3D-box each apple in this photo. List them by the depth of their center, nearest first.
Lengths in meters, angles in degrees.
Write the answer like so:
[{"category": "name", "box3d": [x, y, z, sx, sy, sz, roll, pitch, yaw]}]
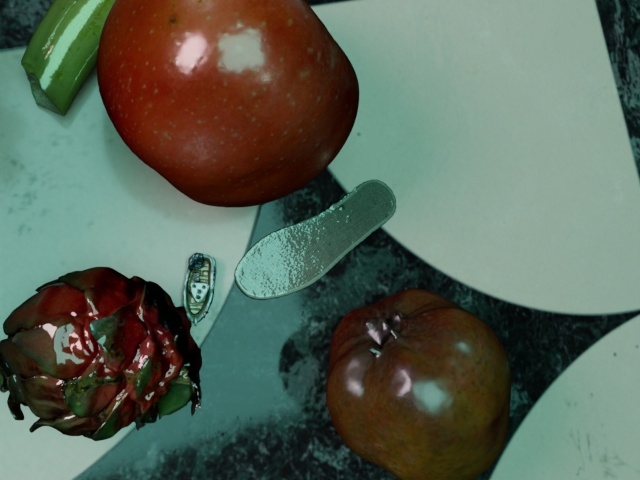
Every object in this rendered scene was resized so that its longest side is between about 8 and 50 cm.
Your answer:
[{"category": "apple", "box3d": [-0.095, -0.163, 0.668, 0.217, 0.260, 0.260, -37, 98, 8]}]

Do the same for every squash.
[{"category": "squash", "box3d": [-0.233, -0.251, 0.720, 0.083, 0.083, 0.250, 37, 79, -12]}]

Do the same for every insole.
[{"category": "insole", "box3d": [0.000, 0.000, 0.815, 0.232, 0.003, 0.080, -32, 96, -16]}]

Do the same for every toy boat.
[{"category": "toy boat", "box3d": [-0.137, 0.055, 0.753, 0.038, 0.038, 0.083, 7, 84, -17]}]

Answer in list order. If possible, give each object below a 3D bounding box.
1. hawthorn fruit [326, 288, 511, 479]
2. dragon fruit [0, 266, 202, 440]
[{"category": "hawthorn fruit", "box3d": [0.122, 0.178, 0.755, 0.208, 0.208, 0.248, -44, 124, -15]}, {"category": "dragon fruit", "box3d": [-0.218, 0.111, 0.658, 0.189, 0.182, 0.182, 0, 86, -35]}]
